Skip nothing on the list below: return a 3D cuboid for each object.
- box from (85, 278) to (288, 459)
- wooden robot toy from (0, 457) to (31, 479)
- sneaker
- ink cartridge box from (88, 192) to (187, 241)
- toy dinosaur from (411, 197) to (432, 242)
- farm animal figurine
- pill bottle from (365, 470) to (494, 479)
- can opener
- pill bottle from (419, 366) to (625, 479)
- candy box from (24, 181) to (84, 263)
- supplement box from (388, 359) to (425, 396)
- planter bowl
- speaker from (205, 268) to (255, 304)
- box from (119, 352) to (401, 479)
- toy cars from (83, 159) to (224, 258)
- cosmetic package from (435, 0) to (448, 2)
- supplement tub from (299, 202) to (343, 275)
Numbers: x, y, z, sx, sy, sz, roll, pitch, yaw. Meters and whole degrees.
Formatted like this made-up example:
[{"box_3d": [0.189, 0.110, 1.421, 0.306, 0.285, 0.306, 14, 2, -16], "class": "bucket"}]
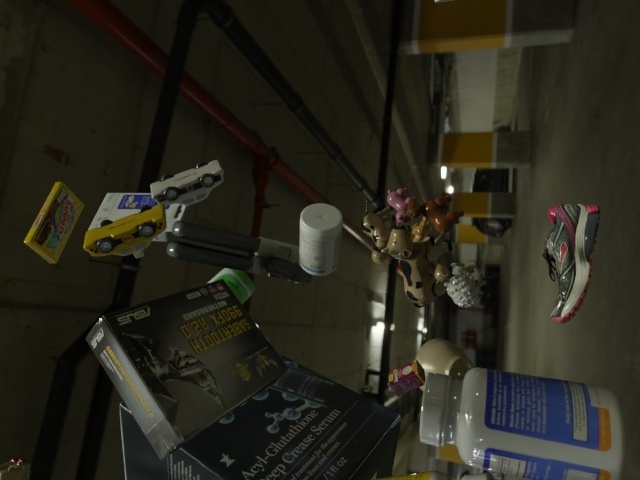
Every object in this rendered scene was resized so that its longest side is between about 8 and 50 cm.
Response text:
[{"box_3d": [-0.172, 0.160, 0.663, 0.183, 0.056, 0.231, 51, -153, 14], "class": "box"}, {"box_3d": [-0.485, 0.376, 0.714, 0.076, 0.173, 0.079, 14, -114, -54], "class": "wooden robot toy"}, {"box_3d": [0.596, 0.054, 1.156, 0.121, 0.112, 0.299, 46, -123, -60], "class": "sneaker"}, {"box_3d": [-0.581, -0.079, 1.572, 0.065, 0.332, 0.165, 71, -154, -52], "class": "ink cartridge box"}, {"box_3d": [0.304, -0.035, 1.421, 0.112, 0.064, 0.211, -47, -25, -65], "class": "toy dinosaur"}, {"box_3d": [0.229, 0.028, 1.234, 0.327, 0.172, 0.330, 66, 159, -4], "class": "farm animal figurine"}, {"box_3d": [0.101, 0.330, 0.538, 0.119, 0.208, 0.119, 53, -154, -41], "class": "pill bottle"}, {"box_3d": [-0.139, 0.023, 0.886, 0.280, 0.093, 0.074, 15, -93, -34], "class": "can opener"}, {"box_3d": [0.298, 0.282, 0.738, 0.152, 0.272, 0.152, 5, -90, -71], "class": "pill bottle"}, {"box_3d": [-0.723, -0.050, 1.302, 0.105, 0.027, 0.206, 72, -160, -53], "class": "candy box"}, {"box_3d": [0.218, 0.346, 1.197, 0.043, 0.083, 0.055, 52, -161, -18], "class": "supplement box"}, {"box_3d": [0.358, 0.362, 1.326, 0.162, 0.109, 0.162, 1, -92, -27], "class": "planter bowl"}, {"box_3d": [-0.350, 0.211, 1.501, 0.296, 0.131, 0.131, -43, -37, -18], "class": "speaker"}, {"box_3d": [-0.106, 0.379, 0.845, 0.293, 0.395, 0.212, -25, -53, -52], "class": "box"}, {"box_3d": [-0.381, -0.069, 1.154, 0.394, 0.176, 0.087, -51, -43, -40], "class": "toy cars"}, {"box_3d": [0.216, -0.405, 0.706, 0.041, 0.115, 0.060, -19, -79, -23], "class": "cosmetic package"}, {"box_3d": [0.000, 0.000, 0.789, 0.071, 0.071, 0.107, -67, -14, -46], "class": "supplement tub"}]
